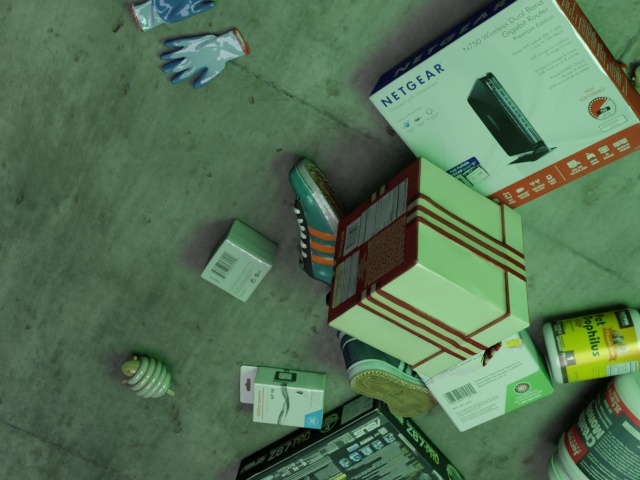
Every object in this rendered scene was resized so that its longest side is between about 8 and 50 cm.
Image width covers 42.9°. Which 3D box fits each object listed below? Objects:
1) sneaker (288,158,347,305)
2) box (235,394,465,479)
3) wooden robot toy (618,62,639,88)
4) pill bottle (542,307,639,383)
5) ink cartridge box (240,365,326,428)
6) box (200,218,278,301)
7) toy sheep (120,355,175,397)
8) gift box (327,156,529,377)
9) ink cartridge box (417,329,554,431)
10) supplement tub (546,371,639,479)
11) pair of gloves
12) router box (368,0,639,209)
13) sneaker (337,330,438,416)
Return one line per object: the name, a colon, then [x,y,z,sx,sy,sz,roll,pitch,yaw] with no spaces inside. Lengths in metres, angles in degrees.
sneaker: [0.000,0.000,1.475,0.121,0.108,0.302,-23,114,13]
box: [0.063,0.523,1.753,0.395,0.097,0.318,-34,108,21]
wooden robot toy: [0.493,-0.238,1.334,0.173,0.076,0.079,-8,152,10]
pill bottle: [0.530,0.192,1.513,0.215,0.117,0.117,-12,116,12]
ink cartridge box: [-0.082,0.323,1.682,0.180,0.060,0.104,5,119,4]
box: [-0.150,0.037,1.523,0.102,0.087,0.101,32,117,-11]
toy sheep: [-0.354,0.284,1.681,0.132,0.091,0.091,34,117,-27]
gift box: [0.174,0.055,1.330,0.258,0.255,0.276,28,142,-23]
ink cartridge box: [0.281,0.198,1.543,0.201,0.117,0.278,-29,111,19]
supplement tub: [0.584,0.393,1.571,0.191,0.191,0.272,26,117,-8]
pair of gloves: [-0.220,-0.357,1.360,0.159,0.023,0.198,-20,115,14]
router box: [0.298,-0.211,1.296,0.336,0.082,0.301,-29,112,38]
sneaker: [0.132,0.244,1.608,0.099,0.153,0.282,-33,140,18]
